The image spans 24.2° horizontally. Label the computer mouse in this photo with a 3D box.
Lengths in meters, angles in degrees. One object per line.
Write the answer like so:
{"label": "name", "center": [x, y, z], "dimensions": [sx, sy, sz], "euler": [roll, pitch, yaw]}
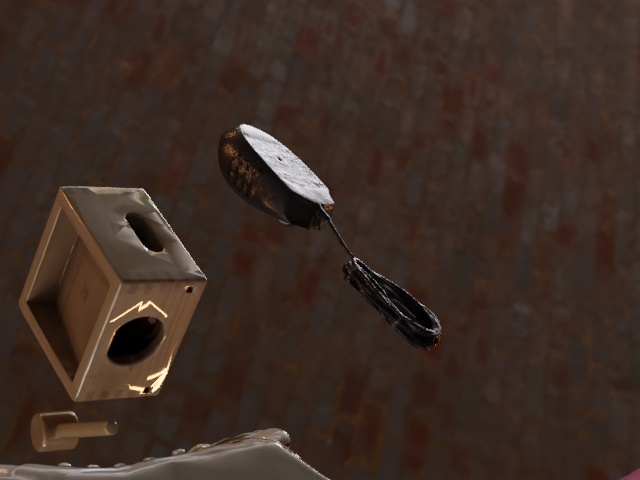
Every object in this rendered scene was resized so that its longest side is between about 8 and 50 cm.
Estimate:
{"label": "computer mouse", "center": [0.000, 0.000, 1.085], "dimensions": [0.071, 0.041, 0.242], "euler": [13, -150, -53]}

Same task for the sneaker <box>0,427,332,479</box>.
{"label": "sneaker", "center": [-0.085, 0.162, 0.863], "dimensions": [0.290, 0.106, 0.123], "euler": [14, -137, -10]}

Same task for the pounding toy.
{"label": "pounding toy", "center": [-0.172, 0.091, 1.244], "dimensions": [0.094, 0.206, 0.181], "euler": [0, -142, -38]}

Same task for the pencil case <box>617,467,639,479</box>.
{"label": "pencil case", "center": [0.178, 0.237, 0.929], "dimensions": [0.386, 0.160, 0.167], "euler": [-25, -126, -1]}
